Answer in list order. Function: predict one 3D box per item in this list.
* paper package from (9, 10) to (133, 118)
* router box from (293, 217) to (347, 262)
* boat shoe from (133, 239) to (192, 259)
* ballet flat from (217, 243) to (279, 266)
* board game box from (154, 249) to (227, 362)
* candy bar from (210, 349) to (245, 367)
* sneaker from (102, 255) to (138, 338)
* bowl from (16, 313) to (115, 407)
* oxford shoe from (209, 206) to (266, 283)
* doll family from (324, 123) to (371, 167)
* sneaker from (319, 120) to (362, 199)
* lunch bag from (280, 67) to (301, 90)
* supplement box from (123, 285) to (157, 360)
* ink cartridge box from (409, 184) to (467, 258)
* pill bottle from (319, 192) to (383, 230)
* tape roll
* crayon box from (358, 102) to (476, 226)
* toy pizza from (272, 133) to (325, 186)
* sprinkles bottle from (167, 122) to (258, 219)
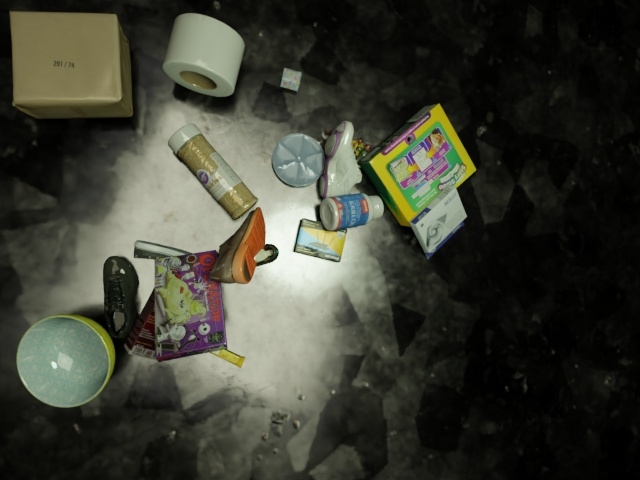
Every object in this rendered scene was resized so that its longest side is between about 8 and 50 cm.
[{"bbox_3d":[-0.816,-0.575,1.425,0.324,0.168,0.309,-4,88,-11],"label":"paper package"},{"bbox_3d":[0.000,0.000,1.623,0.179,0.046,0.133,13,84,-11],"label":"router box"},{"bbox_3d":[-0.540,0.062,1.500,0.228,0.080,0.076,15,94,-10],"label":"boat shoe"},{"bbox_3d":[-0.285,0.066,1.538,0.280,0.096,0.095,-18,91,-11],"label":"ballet flat"},{"bbox_3d":[-0.417,0.196,1.364,0.208,0.056,0.347,-7,55,-13],"label":"board game box"},{"bbox_3d":[-0.350,0.409,1.550,0.161,0.018,0.040,28,79,-8],"label":"candy bar"},{"bbox_3d":[-0.675,0.192,1.439,0.109,0.130,0.286,-11,88,-9],"label":"sneaker"},{"bbox_3d":[-0.785,0.365,1.385,0.289,0.156,0.289,0,94,0],"label":"bowl"},{"bbox_3d":[-0.274,0.003,1.457,0.132,0.364,0.130,-4,125,12],"label":"oxford shoe"},{"bbox_3d":[0.109,-0.367,1.645,0.193,0.076,0.111,28,99,-12],"label":"doll family"},{"bbox_3d":[0.088,-0.290,1.588,0.152,0.114,0.305,1,123,-19],"label":"sneaker"},{"bbox_3d":[-0.110,-0.613,1.624,0.071,0.053,0.083,12,60,-10],"label":"lunch bag"},{"bbox_3d":[-0.547,0.279,1.464,0.130,0.073,0.239,30,81,-38],"label":"supplement box"},{"bbox_3d":[0.468,-0.061,1.664,0.223,0.045,0.224,-43,127,-9],"label":"ink cartridge box"},{"bbox_3d":[0.120,-0.112,1.600,0.221,0.124,0.124,-12,90,-27],"label":"pill bottle"},{"bbox_3d":[-0.397,-0.625,1.471,0.246,0.246,0.169,14,84,-10],"label":"tape roll"},{"bbox_3d":[0.378,-0.285,1.651,0.363,0.106,0.313,-40,110,-10],"label":"crayon box"},{"bbox_3d":[-0.083,-0.303,1.627,0.201,0.032,0.201,0,89,-11],"label":"toy pizza"},{"bbox_3d":[-0.377,-0.241,1.521,0.121,0.121,0.355,-42,96,-10],"label":"sprinkles bottle"}]
